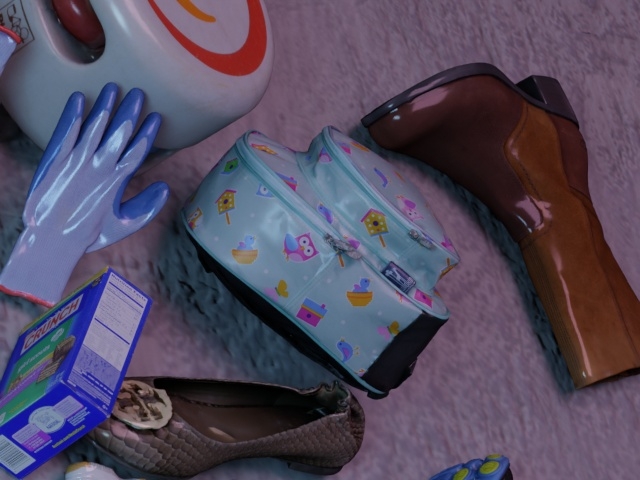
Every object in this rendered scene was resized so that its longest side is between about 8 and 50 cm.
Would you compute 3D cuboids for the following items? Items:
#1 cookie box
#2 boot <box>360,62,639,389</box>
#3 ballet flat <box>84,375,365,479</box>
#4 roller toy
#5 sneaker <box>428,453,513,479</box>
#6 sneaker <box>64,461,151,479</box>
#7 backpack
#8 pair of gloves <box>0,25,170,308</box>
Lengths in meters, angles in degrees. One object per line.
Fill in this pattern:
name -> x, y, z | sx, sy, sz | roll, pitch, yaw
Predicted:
cookie box -> -0.156, 0.080, 1.209 | 0.040, 0.092, 0.107 | 41, 36, -20
boot -> 0.165, -0.002, 1.672 | 0.264, 0.096, 0.280 | 3, 64, -56
ballet flat -> -0.057, 0.114, 1.300 | 0.250, 0.058, 0.084 | 10, 36, -45
roller toy -> -0.142, -0.148, 1.378 | 0.209, 0.146, 0.191 | 46, 33, -26
sneaker -> 0.105, 0.225, 1.406 | 0.078, 0.067, 0.188 | 58, 28, -29
sneaker -> -0.124, 0.164, 1.228 | 0.083, 0.032, 0.037 | 20, 62, -33
backpack -> 0.000, 0.000, 1.400 | 0.188, 0.144, 0.166 | 32, 12, -11
pair of gloves -> -0.192, -0.048, 1.256 | 0.198, 0.023, 0.159 | 27, 86, -21
